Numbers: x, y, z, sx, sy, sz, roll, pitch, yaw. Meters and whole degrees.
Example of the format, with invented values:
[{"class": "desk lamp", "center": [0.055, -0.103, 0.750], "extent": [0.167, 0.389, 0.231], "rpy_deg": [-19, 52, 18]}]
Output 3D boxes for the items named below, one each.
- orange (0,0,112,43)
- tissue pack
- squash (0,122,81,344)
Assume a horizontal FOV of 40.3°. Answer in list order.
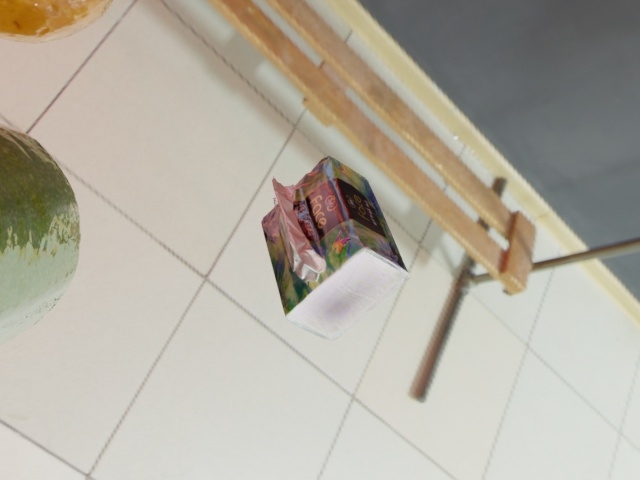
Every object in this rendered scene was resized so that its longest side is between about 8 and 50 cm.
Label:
[{"class": "orange", "center": [-0.289, -0.294, 0.879], "extent": [0.193, 0.161, 0.193], "rpy_deg": [0, 91, -7]}, {"class": "tissue pack", "center": [0.000, 0.000, 0.646], "extent": [0.079, 0.085, 0.111], "rpy_deg": [31, 27, -36]}, {"class": "squash", "center": [-0.389, 0.007, 0.776], "extent": [0.263, 0.384, 0.263], "rpy_deg": [0, 96, 0]}]
